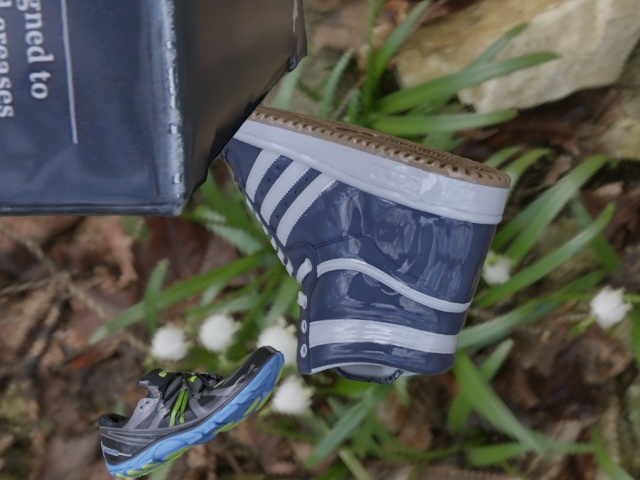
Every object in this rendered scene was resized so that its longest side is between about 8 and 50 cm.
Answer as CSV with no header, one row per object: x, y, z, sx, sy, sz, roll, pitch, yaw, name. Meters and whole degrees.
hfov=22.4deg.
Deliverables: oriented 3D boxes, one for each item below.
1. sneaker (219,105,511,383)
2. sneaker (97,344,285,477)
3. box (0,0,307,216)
0.000,0.000,1.056,0.282,0.099,0.153,22,104,51,sneaker
-0.116,0.138,1.386,0.188,0.067,0.078,-30,79,18,sneaker
-0.221,-0.140,0.632,0.395,0.293,0.212,-1,105,7,box
